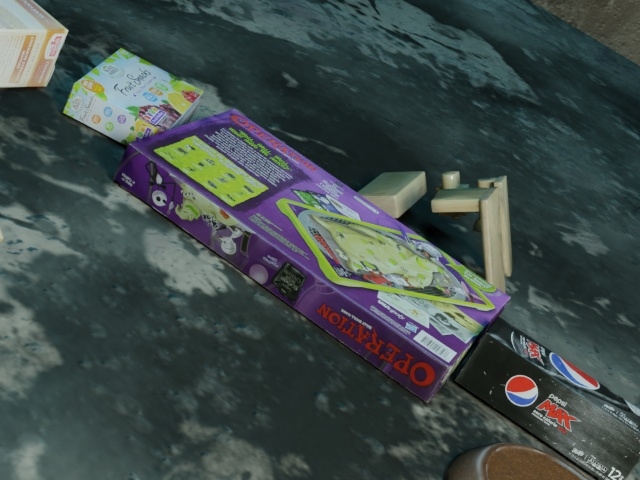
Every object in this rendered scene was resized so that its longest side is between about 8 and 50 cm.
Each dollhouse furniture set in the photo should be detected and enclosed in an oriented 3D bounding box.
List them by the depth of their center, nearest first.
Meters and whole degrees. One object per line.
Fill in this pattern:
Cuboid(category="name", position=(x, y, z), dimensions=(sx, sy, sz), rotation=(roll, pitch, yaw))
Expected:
Cuboid(category="dollhouse furniture set", position=(0.123, 0.001, 1.233), dimensions=(0.151, 0.123, 0.144), rotation=(-1, 16, 21))

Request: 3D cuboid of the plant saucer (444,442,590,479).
Cuboid(category="plant saucer", position=(0.175, 0.211, 0.888), dimensions=(0.168, 0.029, 0.168), rotation=(24, 26, -12))

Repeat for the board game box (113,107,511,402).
Cuboid(category="board game box", position=(0.000, 0.000, 1.085), dimensions=(0.346, 0.056, 0.208), rotation=(35, 29, 12))

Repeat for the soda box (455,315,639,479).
Cuboid(category="soda box", position=(0.206, 0.140, 1.015), dimensions=(0.169, 0.060, 0.053), rotation=(34, 22, 10))

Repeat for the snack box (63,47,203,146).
Cuboid(category="snack box", position=(-0.184, -0.139, 1.161), dimensions=(0.100, 0.037, 0.141), rotation=(26, 25, -2))

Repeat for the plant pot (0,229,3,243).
Cuboid(category="plant pot", position=(-0.272, -0.004, 0.743), dimensions=(0.096, 0.109, 0.109), rotation=(45, 27, 7))

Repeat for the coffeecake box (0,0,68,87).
Cuboid(category="coffeecake box", position=(-0.353, -0.205, 1.070), dimensions=(0.142, 0.068, 0.185), rotation=(40, 27, 23))
